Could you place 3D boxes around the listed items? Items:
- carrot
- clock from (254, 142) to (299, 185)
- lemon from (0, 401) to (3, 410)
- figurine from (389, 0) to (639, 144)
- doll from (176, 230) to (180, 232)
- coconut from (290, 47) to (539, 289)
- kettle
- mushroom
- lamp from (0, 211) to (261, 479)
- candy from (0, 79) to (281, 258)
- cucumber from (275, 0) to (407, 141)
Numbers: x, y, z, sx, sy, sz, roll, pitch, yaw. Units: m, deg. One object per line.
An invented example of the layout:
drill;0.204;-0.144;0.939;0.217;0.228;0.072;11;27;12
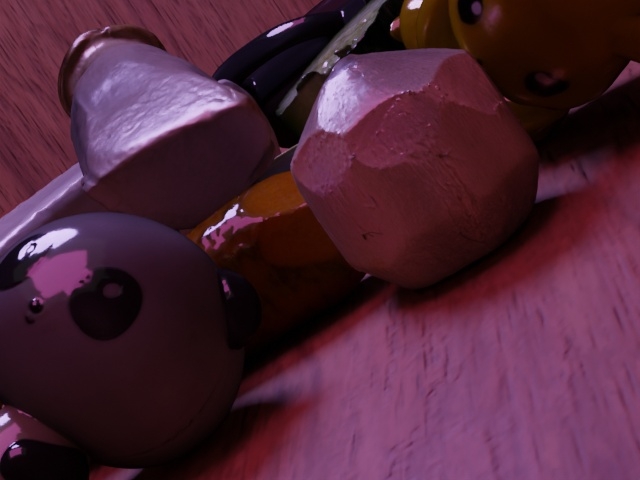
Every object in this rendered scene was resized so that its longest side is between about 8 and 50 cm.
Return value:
carrot;-0.095;0.054;1.490;0.302;0.114;0.114;-33;10;9
clock;-0.031;-0.033;1.798;0.170;0.069;0.232;-40;11;-20
lemon;-0.440;0.098;1.793;0.336;0.336;0.336;-33;10;7
figurine;0.174;-0.163;1.459;0.169;0.218;0.327;-44;3;-7
doll;-0.161;0.039;1.768;0.316;0.103;0.145;19;91;68
coconut;0.064;-0.060;1.369;0.161;0.162;0.161;-33;11;7
kettle;0.004;-0.190;2.162;0.232;0.144;0.202;-32;-22;34
mushroom;-0.161;-0.105;1.838;0.154;0.137;0.407;-53;22;1
lamp;-0.163;0.095;1.340;0.244;0.198;0.198;-55;17;-19
candy;-0.223;-0.015;2.101;0.359;0.145;0.208;-39;11;-28
cucumber;0.054;-0.164;1.990;0.191;0.130;0.191;-37;7;6
